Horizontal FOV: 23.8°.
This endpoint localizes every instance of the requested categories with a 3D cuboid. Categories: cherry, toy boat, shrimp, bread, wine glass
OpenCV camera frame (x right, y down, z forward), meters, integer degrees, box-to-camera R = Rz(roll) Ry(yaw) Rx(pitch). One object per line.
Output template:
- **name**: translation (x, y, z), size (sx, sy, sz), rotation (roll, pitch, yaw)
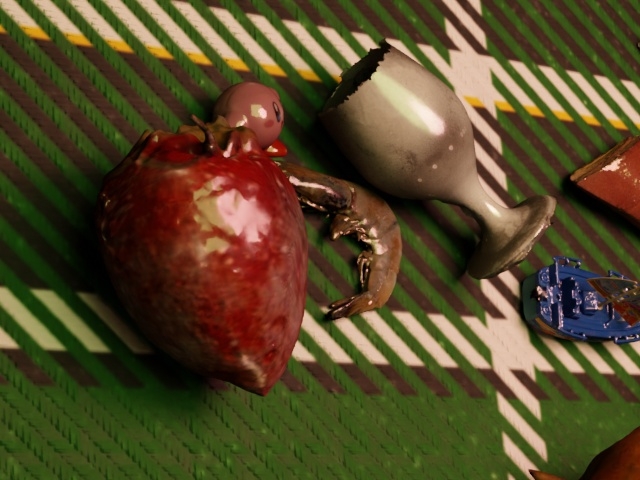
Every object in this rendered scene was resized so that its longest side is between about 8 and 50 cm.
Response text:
- **cherry**: translation (-0.092, 0.017, 1.297), size (0.175, 0.192, 0.249), rotation (-22, 95, 0)
- **toy boat**: translation (0.306, 0.065, 1.579), size (0.175, 0.110, 0.091), rotation (13, 65, -31)
- **shrimp**: translation (-0.002, 0.001, 1.454), size (0.195, 0.035, 0.147), rotation (20, 65, -27)
- **bread**: translation (0.366, -0.065, 1.694), size (0.192, 0.067, 0.119), rotation (27, 59, -22)
- **wine glass**: translation (0.113, -0.079, 1.501), size (0.241, 0.126, 0.126), rotation (45, 54, -14)

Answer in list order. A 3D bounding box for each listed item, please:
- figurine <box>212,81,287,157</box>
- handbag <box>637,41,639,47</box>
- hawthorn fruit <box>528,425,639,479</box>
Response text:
- **figurine**: translation (-0.070, -0.113, 1.429), size (0.083, 0.067, 0.071), rotation (-25, 123, -60)
- **handbag**: translation (0.490, -0.184, 1.835), size (0.144, 0.057, 0.221), rotation (-41, 97, -30)
- **hawthorn fruit**: translation (0.329, 0.286, 1.425), size (0.298, 0.277, 0.277), rotation (31, 54, 11)
